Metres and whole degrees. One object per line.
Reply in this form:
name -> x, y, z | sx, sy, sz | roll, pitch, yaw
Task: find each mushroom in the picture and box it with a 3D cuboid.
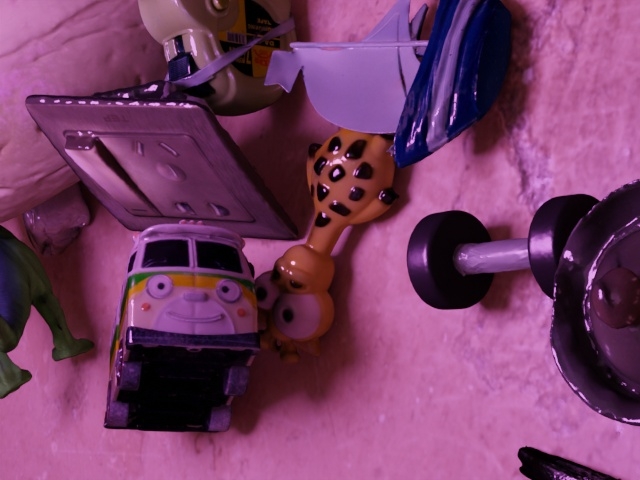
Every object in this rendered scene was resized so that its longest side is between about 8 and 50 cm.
mushroom -> -0.366, -0.114, 2.016 | 0.096, 0.099, 0.278 | -14, 69, 40

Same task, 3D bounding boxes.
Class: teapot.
teapot -> 0.309, 0.087, 1.077 | 0.223, 0.285, 0.305 | -44, 52, 34

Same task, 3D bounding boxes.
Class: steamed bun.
steamed bun -> -0.388, -0.236, 1.803 | 0.456, 0.290, 0.371 | -36, 45, -16

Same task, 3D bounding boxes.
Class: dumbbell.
dumbbell -> 0.178, 0.014, 1.378 | 0.191, 0.100, 0.100 | -8, 77, 47

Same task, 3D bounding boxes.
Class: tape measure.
tape measure -> -0.109, -0.230, 1.686 | 0.106, 0.200, 0.175 | -11, 87, 44

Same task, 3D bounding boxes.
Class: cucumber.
cucumber -> 0.225, 0.218, 1.334 | 0.135, 0.034, 0.033 | 12, 96, 49

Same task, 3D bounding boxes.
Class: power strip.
power strip -> -0.171, -0.097, 1.661 | 0.251, 0.257, 0.092 | -1, 57, 27

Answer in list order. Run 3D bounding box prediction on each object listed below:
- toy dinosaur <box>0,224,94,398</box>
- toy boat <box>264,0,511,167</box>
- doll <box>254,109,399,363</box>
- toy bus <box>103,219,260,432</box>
toy dinosaur -> -0.426, -0.002, 1.860 | 0.374, 0.144, 0.500 | 63, 169, 13
toy boat -> 0.078, -0.200, 1.530 | 0.210, 0.070, 0.292 | -52, 46, -3
doll -> 0.000, 0.000, 1.591 | 0.117, 0.086, 0.291 | 34, 108, 28
toy bus -> -0.156, 0.099, 1.620 | 0.305, 0.143, 0.179 | 117, 155, -64
